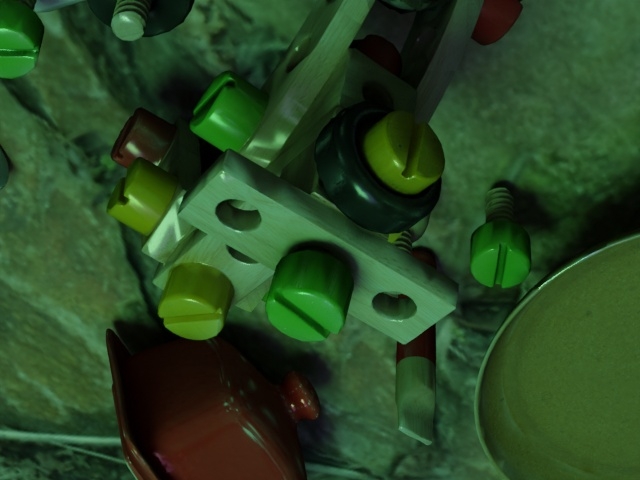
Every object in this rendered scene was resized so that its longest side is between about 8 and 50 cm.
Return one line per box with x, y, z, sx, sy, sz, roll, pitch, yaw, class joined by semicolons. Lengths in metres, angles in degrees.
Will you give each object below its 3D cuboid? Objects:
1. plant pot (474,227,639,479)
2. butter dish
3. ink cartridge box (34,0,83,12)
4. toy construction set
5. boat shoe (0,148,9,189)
0.203;0.075;0.854;0.236;0.032;0.236;-2;127;-3;plant pot
-0.056;0.124;0.958;0.118;0.160;0.160;-29;116;1;butter dish
-0.116;-0.226;0.789;0.145;0.045;0.179;-13;102;20;ink cartridge box
0.000;0.000;0.752;0.257;0.237;0.309;-19;131;23;toy construction set
-0.244;-0.079;0.898;0.040;0.049;0.142;-20;120;23;boat shoe
